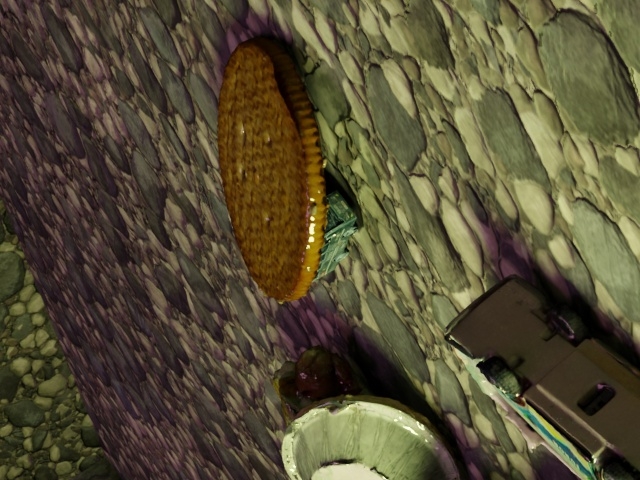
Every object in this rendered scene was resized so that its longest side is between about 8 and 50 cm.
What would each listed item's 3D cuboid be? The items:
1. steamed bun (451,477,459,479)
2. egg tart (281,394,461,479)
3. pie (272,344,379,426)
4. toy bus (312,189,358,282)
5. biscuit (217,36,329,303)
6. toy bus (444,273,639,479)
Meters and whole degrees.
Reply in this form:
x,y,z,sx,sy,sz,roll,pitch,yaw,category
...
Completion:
x,y,z,sx,sy,sz,roll,pitch,yaw,category
0.181,0.422,1.826,0.295,0.137,0.292,57,-175,13,steamed bun
0.058,0.290,1.985,0.234,0.094,0.234,11,129,13,egg tart
0.033,0.261,2.154,0.257,0.105,0.274,50,162,0,pie
0.000,0.000,1.884,0.047,0.065,0.166,54,162,14,toy bus
-0.053,-0.078,1.817,0.305,0.038,0.305,172,90,-70,biscuit
0.248,0.165,1.436,0.317,0.112,0.138,45,167,40,toy bus
